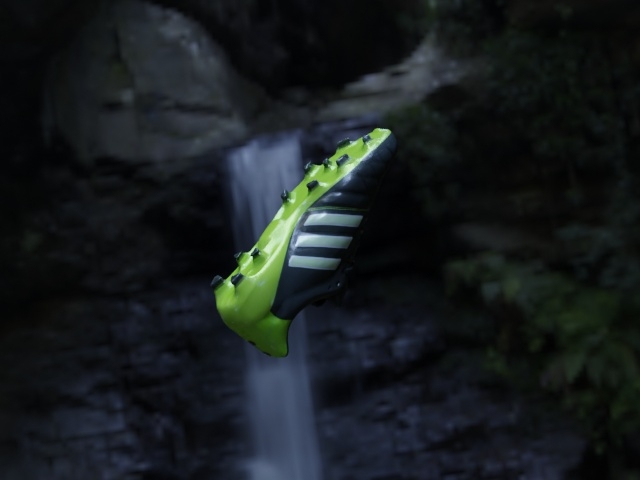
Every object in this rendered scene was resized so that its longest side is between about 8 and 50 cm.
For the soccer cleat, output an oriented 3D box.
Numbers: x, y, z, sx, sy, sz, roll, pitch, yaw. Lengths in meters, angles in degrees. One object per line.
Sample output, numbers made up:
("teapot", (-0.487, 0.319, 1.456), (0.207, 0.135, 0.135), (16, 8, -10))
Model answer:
("soccer cleat", (0.000, 0.000, 1.136), (0.179, 0.072, 0.060), (-50, 22, -21))
